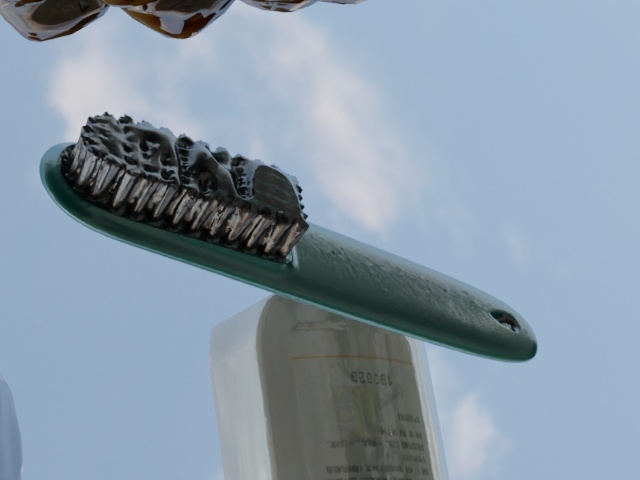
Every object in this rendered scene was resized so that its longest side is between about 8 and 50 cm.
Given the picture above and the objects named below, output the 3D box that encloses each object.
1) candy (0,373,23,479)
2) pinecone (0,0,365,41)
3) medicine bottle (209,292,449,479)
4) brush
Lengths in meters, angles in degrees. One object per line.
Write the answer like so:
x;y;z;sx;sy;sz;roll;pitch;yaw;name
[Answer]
-0.257;0.118;1.112;0.104;0.234;0.102;-4;-99;1;candy
-0.024;-0.190;0.457;0.264;0.264;0.264;10;-109;-33;pinecone
0.018;0.206;1.338;0.179;0.124;0.324;8;-117;-41;medicine bottle
0.000;0.000;0.587;0.193;0.032;0.043;18;-145;-26;brush
